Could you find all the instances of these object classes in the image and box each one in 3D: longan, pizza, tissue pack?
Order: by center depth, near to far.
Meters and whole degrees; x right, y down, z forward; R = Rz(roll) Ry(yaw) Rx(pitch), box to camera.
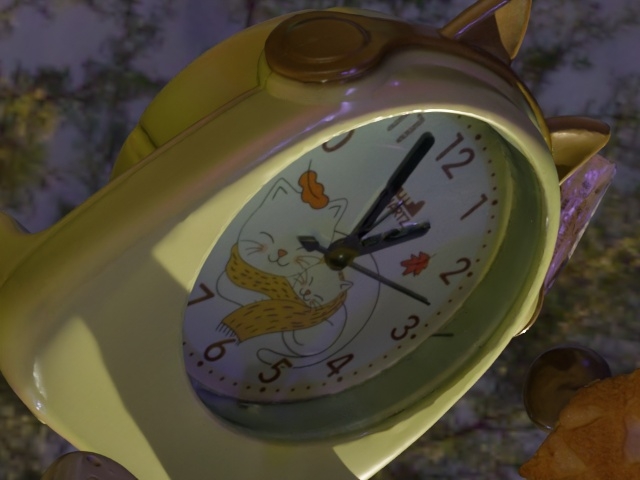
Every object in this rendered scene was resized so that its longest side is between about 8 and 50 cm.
[{"bbox_3d":[0.258,0.203,1.362,0.062,0.161,0.182,72,14,-72],"label":"pizza"},{"bbox_3d":[0.277,0.170,1.680,0.106,0.106,0.119,-64,-153,23],"label":"longan"},{"bbox_3d":[0.246,-0.012,1.711,0.173,0.073,0.235,-60,179,-7],"label":"tissue pack"}]

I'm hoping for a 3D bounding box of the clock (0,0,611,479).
[{"bbox_3d":[0.000,0.000,0.869,0.348,0.286,0.117,-40,-135,1],"label":"clock"}]

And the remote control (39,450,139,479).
[{"bbox_3d":[-0.083,0.111,0.513,0.074,0.122,0.032,36,-75,11],"label":"remote control"}]
